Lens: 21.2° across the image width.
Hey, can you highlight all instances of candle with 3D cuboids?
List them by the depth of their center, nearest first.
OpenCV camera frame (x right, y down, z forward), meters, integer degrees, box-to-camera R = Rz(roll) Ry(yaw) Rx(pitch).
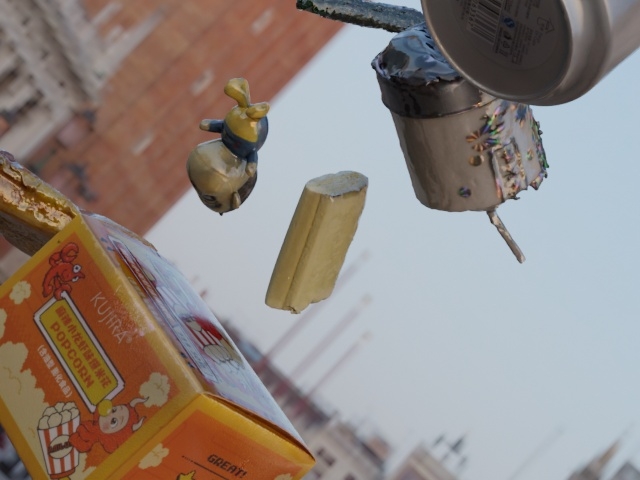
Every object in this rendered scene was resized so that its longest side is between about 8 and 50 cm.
[{"bbox_3d":[0.194,-0.123,2.206,0.187,0.187,0.330,30,-34,53],"label":"candle"}]

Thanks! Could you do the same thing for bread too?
[{"bbox_3d":[-0.331,-0.025,2.125,0.271,0.077,0.139,30,-24,-14],"label":"bread"},{"bbox_3d":[0.000,0.000,2.231,0.060,0.178,0.139,29,26,23],"label":"bread"}]

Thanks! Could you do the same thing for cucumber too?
[{"bbox_3d":[0.069,-0.321,2.421,0.256,0.044,0.043,6,22,-41],"label":"cucumber"}]

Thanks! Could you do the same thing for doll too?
[{"bbox_3d":[-0.104,-0.097,1.926,0.102,0.089,0.179,47,-38,34],"label":"doll"}]

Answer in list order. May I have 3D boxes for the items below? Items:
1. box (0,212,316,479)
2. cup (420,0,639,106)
[{"bbox_3d":[-0.193,0.165,1.810,0.283,0.214,0.259,50,4,35],"label":"box"},{"bbox_3d":[0.306,-0.305,1.778,0.322,0.327,0.237,-3,-63,49],"label":"cup"}]
